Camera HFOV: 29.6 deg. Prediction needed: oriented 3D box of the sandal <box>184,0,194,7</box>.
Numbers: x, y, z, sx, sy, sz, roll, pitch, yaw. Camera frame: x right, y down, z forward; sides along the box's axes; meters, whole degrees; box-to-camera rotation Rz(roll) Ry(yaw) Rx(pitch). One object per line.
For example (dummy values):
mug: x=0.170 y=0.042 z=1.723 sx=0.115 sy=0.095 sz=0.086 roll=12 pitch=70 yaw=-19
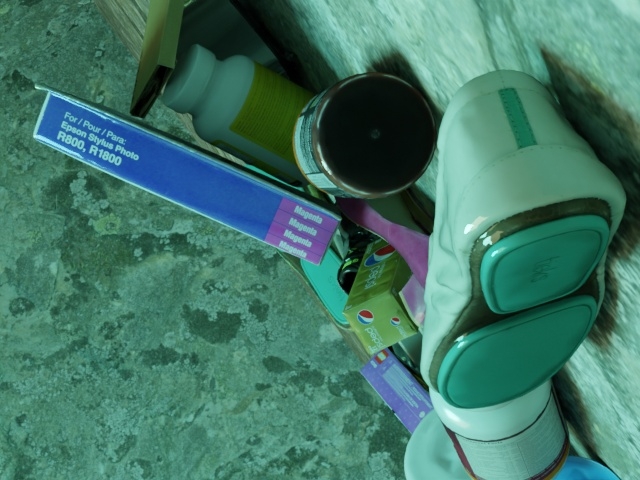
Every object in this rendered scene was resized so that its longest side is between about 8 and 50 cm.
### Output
sandal: x=-0.142 y=-0.304 z=1.572 sx=0.072 sy=0.049 sz=0.180 roll=50 pitch=160 yaw=-1

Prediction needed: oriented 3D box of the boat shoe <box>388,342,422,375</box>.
boat shoe: x=0.113 y=0.145 z=1.878 sx=0.084 sy=0.079 sz=0.233 roll=57 pitch=176 yaw=-32

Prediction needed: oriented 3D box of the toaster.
toaster: x=-0.101 y=-0.203 z=1.468 sx=0.168 sy=0.110 sz=0.185 roll=51 pitch=173 yaw=24

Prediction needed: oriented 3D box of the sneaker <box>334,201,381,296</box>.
sneaker: x=0.056 y=0.023 z=1.449 sx=0.078 sy=0.067 sz=0.188 roll=17 pitch=-128 yaw=-51

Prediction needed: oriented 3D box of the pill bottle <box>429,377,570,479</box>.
pill bottle: x=0.178 y=0.163 z=1.223 sx=0.121 sy=0.121 sz=0.221 roll=50 pitch=173 yaw=39

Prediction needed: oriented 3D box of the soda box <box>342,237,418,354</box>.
soda box: x=0.078 y=0.050 z=1.323 sx=0.058 sy=0.061 sz=0.181 roll=57 pitch=-158 yaw=-15

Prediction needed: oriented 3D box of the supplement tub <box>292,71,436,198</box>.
supplement tub: x=0.032 y=-0.089 z=1.067 sx=0.106 sy=0.106 sz=0.198 roll=56 pitch=175 yaw=-7

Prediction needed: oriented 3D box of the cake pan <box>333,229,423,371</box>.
cake pan: x=0.120 y=0.090 z=1.616 sx=0.293 sy=0.054 sz=0.293 roll=54 pitch=174 yaw=8

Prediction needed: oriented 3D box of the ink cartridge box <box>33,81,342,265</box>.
ink cartridge box: x=-0.135 y=-0.067 z=1.305 sx=0.324 sy=0.071 sz=0.330 roll=24 pitch=-176 yaw=0

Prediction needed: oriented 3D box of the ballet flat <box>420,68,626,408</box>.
ballet flat: x=0.128 y=0.007 z=0.848 sx=0.139 sy=0.139 sz=0.400 roll=53 pitch=170 yaw=20

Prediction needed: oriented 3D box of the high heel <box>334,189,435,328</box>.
high heel: x=0.086 y=-0.036 z=1.223 sx=0.117 sy=0.082 sz=0.244 roll=-58 pitch=45 yaw=46

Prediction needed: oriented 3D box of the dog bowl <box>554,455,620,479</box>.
dog bowl: x=0.295 y=0.354 z=1.225 sx=0.074 sy=0.166 sz=0.297 roll=45 pitch=-177 yaw=-45

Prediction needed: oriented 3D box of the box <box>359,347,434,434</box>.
box: x=0.201 y=0.283 z=1.698 sx=0.293 sy=0.057 sz=0.201 roll=41 pitch=-176 yaw=-36

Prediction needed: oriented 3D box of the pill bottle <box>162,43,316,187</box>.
pill bottle: x=-0.074 y=-0.139 z=1.319 sx=0.184 sy=0.103 sz=0.103 roll=27 pitch=-173 yaw=-25

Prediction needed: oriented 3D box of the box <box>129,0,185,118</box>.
box: x=-0.172 y=-0.255 z=1.345 sx=0.021 sy=0.201 sz=0.164 roll=13 pitch=163 yaw=-16

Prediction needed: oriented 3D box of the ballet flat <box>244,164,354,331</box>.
ballet flat: x=0.000 y=0.000 z=1.877 sx=0.348 sy=0.123 sz=0.123 roll=54 pitch=174 yaw=26

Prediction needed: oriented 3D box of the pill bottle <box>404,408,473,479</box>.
pill bottle: x=0.239 y=0.344 z=1.487 sx=0.318 sy=0.176 sz=0.176 roll=59 pitch=173 yaw=-35
